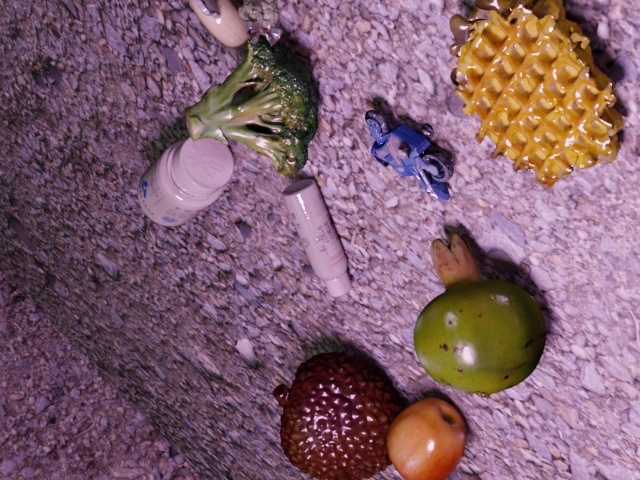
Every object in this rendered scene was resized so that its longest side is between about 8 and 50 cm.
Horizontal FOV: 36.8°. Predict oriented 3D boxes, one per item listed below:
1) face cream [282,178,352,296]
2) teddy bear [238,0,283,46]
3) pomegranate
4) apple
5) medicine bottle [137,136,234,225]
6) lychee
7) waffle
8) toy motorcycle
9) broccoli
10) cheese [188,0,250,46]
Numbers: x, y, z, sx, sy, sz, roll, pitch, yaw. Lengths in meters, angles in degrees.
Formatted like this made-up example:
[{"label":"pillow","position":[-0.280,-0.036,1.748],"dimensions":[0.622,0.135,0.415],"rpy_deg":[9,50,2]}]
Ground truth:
[{"label":"face cream","position":[0.000,0.000,2.100],"dimensions":[0.082,0.082,0.269],"rpy_deg":[6,125,52]},{"label":"teddy bear","position":[-0.112,-0.462,1.777],"dimensions":[0.111,0.133,0.213],"rpy_deg":[-39,57,19]},{"label":"pomegranate","position":[0.277,0.130,1.734],"dimensions":[0.236,0.235,0.302],"rpy_deg":[-35,64,59]},{"label":"apple","position":[0.234,0.432,2.099],"dimensions":[0.199,0.199,0.199],"rpy_deg":[35,144,30]},{"label":"medicine bottle","position":[-0.323,-0.147,2.316],"dimensions":[0.170,0.170,0.293],"rpy_deg":[56,148,-3]},{"label":"lychee","position":[0.041,0.415,2.242],"dimensions":[0.330,0.306,0.306],"rpy_deg":[21,145,-1]},{"label":"waffle","position":[0.319,-0.234,1.446],"dimensions":[0.329,0.062,0.329],"rpy_deg":[36,145,31]},{"label":"toy motorcycle","position":[0.157,-0.156,1.742],"dimensions":[0.205,0.076,0.114],"rpy_deg":[37,154,24]},{"label":"broccoli","position":[-0.129,-0.243,1.859],"dimensions":[0.269,0.269,0.254],"rpy_deg":[47,155,12]},{"label":"cheese","position":[-0.188,-0.424,1.815],"dimensions":[0.163,0.070,0.249],"rpy_deg":[50,-169,-24]}]
